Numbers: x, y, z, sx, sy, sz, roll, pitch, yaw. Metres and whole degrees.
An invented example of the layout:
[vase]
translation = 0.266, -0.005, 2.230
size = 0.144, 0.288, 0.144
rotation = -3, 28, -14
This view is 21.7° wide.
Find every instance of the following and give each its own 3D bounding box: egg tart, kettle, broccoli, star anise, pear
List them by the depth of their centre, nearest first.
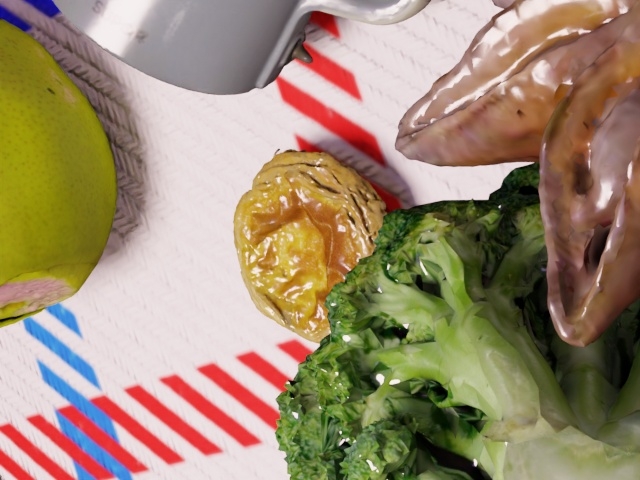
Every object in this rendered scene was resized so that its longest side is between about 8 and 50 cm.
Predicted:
[star anise]
translation = 0.193, -0.103, 0.755
size = 0.292, 0.109, 0.349
rotation = 27, 81, 38
[broccoli]
translation = 0.126, 0.107, 0.819
size = 0.308, 0.275, 0.307
rotation = 1, 101, 7
[kettle]
translation = -0.018, -0.205, 0.948
size = 0.210, 0.160, 0.243
rotation = 39, 121, 3
[egg tart]
translation = 0.000, 0.000, 1.045
size = 0.130, 0.052, 0.130
rotation = 15, 114, 37
[pear]
translation = -0.234, -0.053, 1.155
size = 0.187, 0.187, 0.219
rotation = -37, 64, 41
